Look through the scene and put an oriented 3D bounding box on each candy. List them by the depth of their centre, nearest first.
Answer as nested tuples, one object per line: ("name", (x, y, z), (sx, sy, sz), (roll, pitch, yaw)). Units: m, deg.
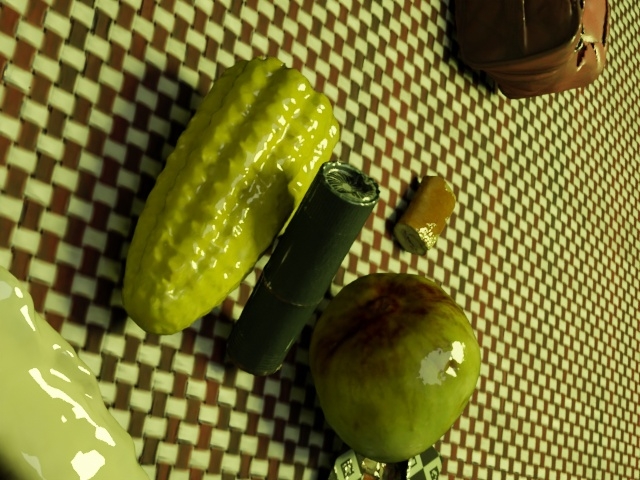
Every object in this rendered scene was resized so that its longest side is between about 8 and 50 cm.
("candy", (-0.070, -0.024, 0.574), (0.199, 0.094, 0.106), (-59, 150, -24))

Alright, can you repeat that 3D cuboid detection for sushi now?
("sushi", (0.049, 0.207, 0.742), (0.126, 0.026, 0.120), (48, 51, -26))

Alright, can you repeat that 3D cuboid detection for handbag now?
("handbag", (0.228, -0.273, 0.919), (0.135, 0.146, 0.225), (15, 74, -54))

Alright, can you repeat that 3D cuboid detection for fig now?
("fig", (0.057, 0.099, 0.682), (0.153, 0.135, 0.121), (-67, 151, -14))

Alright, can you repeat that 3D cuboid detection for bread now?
("bread", (0.104, -0.025, 0.825), (0.047, 0.036, 0.083), (56, 45, -25))

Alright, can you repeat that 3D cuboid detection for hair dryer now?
("hair dryer", (0.008, -0.013, 0.644), (0.050, 0.173, 0.195), (32, 36, 0))

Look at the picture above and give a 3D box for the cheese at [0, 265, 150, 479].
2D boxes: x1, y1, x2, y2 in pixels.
("cheese", (-0.232, 0.121, 0.318), (0.292, 0.153, 0.332), (-48, 123, -42))
